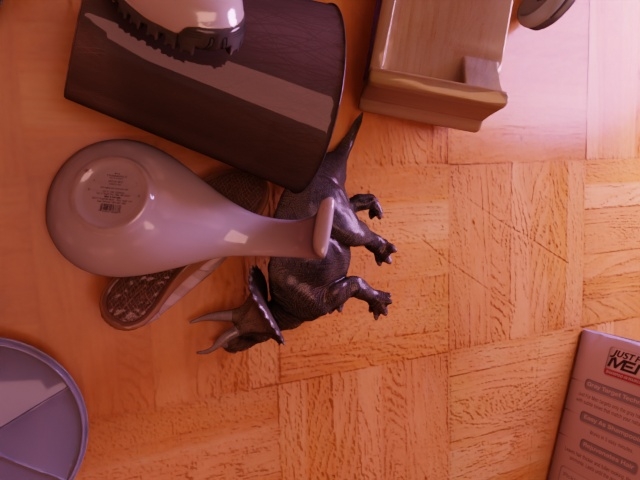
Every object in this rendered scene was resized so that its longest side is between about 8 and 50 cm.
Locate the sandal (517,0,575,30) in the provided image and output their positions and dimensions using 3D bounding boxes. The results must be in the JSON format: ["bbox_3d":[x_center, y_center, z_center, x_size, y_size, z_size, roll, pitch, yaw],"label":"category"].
[{"bbox_3d":[0.312,-0.420,0.801,0.086,0.120,0.303,22,86,-13],"label":"sandal"}]

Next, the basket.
[{"bbox_3d":[-0.110,-0.164,0.596,0.226,0.154,0.204,11,69,-23],"label":"basket"}]

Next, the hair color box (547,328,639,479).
[{"bbox_3d":[0.439,0.333,0.902,0.113,0.185,0.375,13,90,-27],"label":"hair color box"}]

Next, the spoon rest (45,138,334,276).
[{"bbox_3d":[-0.125,-0.022,0.603,0.276,0.084,0.137,9,75,5],"label":"spoon rest"}]

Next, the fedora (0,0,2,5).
[{"bbox_3d":[-0.376,-0.234,0.468,0.275,0.124,0.244,-27,106,-22],"label":"fedora"}]

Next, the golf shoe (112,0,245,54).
[{"bbox_3d":[-0.126,-0.270,0.488,0.105,0.120,0.273,-14,71,-32],"label":"golf shoe"}]

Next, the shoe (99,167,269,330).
[{"bbox_3d":[-0.139,0.006,0.657,0.076,0.058,0.219,44,71,3],"label":"shoe"}]

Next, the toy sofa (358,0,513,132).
[{"bbox_3d":[0.147,-0.317,0.725,0.150,0.177,0.363,10,91,-2],"label":"toy sofa"}]

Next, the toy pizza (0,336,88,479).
[{"bbox_3d":[-0.324,0.186,0.592,0.201,0.032,0.201,-3,96,-25],"label":"toy pizza"}]

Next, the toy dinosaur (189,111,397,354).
[{"bbox_3d":[0.000,0.000,0.686,0.160,0.121,0.314,21,90,-40],"label":"toy dinosaur"}]
